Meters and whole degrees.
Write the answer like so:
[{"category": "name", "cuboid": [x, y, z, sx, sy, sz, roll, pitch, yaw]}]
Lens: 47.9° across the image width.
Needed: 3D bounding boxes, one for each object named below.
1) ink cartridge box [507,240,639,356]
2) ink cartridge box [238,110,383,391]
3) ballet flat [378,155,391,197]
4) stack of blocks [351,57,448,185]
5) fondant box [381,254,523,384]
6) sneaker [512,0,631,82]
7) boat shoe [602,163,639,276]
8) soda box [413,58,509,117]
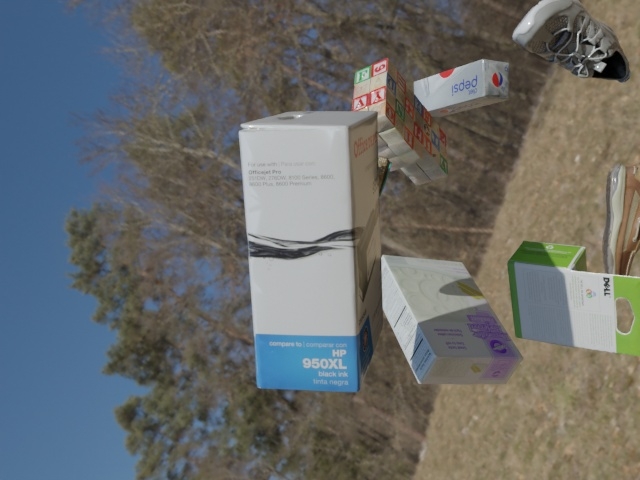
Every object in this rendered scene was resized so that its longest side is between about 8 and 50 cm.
[{"category": "ink cartridge box", "cuboid": [0.515, 0.114, 1.425, 0.097, 0.255, 0.188, -41, -53, -44]}, {"category": "ink cartridge box", "cuboid": [0.000, 0.000, 1.145, 0.285, 0.166, 0.394, -50, -41, -71]}, {"category": "ballet flat", "cuboid": [0.087, -0.077, 1.450, 0.073, 0.067, 0.206, -64, -11, -67]}, {"category": "stack of blocks", "cuboid": [0.188, -0.248, 1.654, 0.297, 0.087, 0.171, 40, -136, -43]}, {"category": "fondant box", "cuboid": [0.284, 0.180, 1.674, 0.238, 0.330, 0.096, 5, -52, -25]}, {"category": "sneaker", "cuboid": [0.447, -0.338, 1.238, 0.281, 0.115, 0.105, 0, -40, -37]}, {"category": "boat shoe", "cuboid": [0.754, -0.023, 1.752, 0.123, 0.117, 0.324, -52, -39, -67]}, {"category": "soda box", "cuboid": [0.365, -0.396, 1.900, 0.091, 0.286, 0.098, -1, -90, -29]}]
